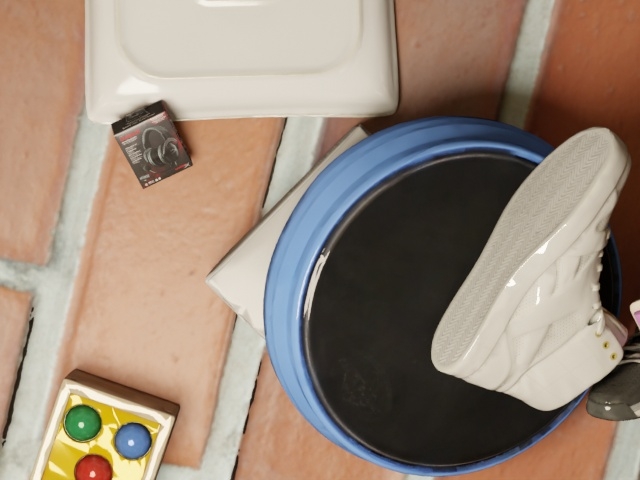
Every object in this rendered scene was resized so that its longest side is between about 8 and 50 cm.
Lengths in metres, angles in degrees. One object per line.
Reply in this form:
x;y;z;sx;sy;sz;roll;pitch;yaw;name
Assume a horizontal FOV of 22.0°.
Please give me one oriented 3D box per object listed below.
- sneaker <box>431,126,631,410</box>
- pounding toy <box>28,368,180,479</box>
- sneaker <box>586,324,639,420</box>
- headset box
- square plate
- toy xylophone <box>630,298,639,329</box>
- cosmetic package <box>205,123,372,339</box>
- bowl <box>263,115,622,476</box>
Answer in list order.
0.256;0.036;1.660;0.169;0.108;0.292;26;107;-25;sneaker
-0.206;0.263;1.791;0.206;0.094;0.181;19;93;-1;pounding toy
0.344;0.089;1.736;0.086;0.229;0.132;6;117;42;sneaker
-0.184;-0.107;1.784;0.062;0.032;0.083;-25;123;0;headset box
-0.090;-0.303;1.782;0.344;0.049;0.347;-2;94;-1;square plate
0.479;0.063;1.721;0.323;0.081;0.236;-25;94;-29;toy xylophone
0.000;0.000;1.775;0.238;0.107;0.127;-43;94;5;cosmetic package
0.137;0.066;1.724;0.391;0.077;0.391;-5;108;-16;bowl
